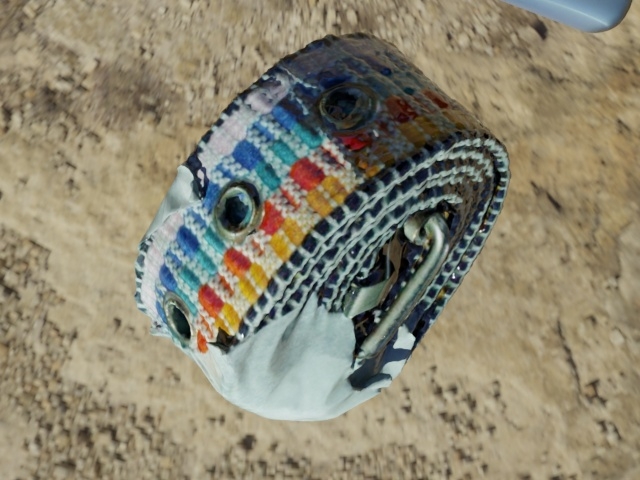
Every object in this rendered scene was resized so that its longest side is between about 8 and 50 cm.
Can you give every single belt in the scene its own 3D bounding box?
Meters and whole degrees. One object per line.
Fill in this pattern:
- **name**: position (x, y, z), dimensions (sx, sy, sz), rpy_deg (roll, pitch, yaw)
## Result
- **belt**: position (0.000, 0.000, 0.898), dimensions (0.150, 0.207, 0.257), rpy_deg (47, 117, 29)

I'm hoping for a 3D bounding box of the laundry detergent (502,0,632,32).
- **laundry detergent**: position (0.055, -0.163, 0.685), dimensions (0.206, 0.096, 0.061), rpy_deg (17, 108, -10)
